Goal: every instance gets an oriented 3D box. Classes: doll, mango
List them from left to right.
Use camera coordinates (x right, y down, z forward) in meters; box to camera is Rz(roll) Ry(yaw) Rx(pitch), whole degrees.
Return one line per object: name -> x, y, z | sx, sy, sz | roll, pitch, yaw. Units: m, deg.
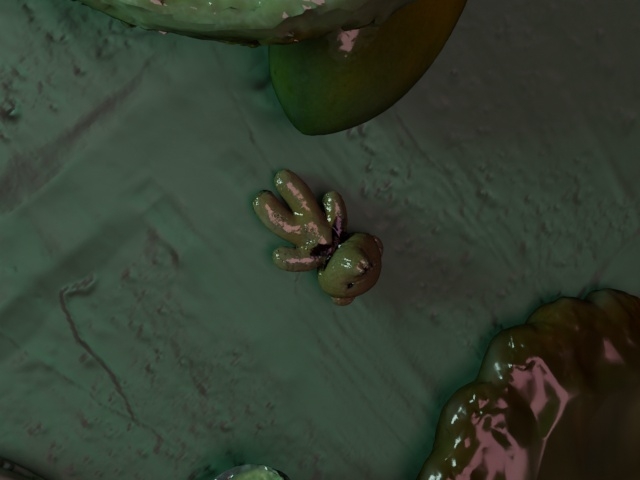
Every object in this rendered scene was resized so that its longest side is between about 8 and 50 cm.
doll -> -0.002, 0.000, 0.587 | 0.093, 0.051, 0.061 | 41, 84, 5
mango -> 0.033, -0.182, 0.531 | 0.137, 0.091, 0.237 | -5, 106, -18

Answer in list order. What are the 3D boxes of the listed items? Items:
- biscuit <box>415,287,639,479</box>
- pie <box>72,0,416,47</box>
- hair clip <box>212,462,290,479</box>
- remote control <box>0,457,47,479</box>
biscuit -> 0.201, 0.216, 0.690 | 0.335, 0.078, 0.329 | -45, 109, -11
pie -> -0.043, -0.243, 0.430 | 0.371, 0.078, 0.296 | 21, 91, 1
hair clip -> -0.106, 0.290, 0.557 | 0.321, 0.138, 0.091 | -44, 142, -7
remote control -> -0.240, 0.232, 0.520 | 0.090, 0.049, 0.230 | 32, 86, -27
